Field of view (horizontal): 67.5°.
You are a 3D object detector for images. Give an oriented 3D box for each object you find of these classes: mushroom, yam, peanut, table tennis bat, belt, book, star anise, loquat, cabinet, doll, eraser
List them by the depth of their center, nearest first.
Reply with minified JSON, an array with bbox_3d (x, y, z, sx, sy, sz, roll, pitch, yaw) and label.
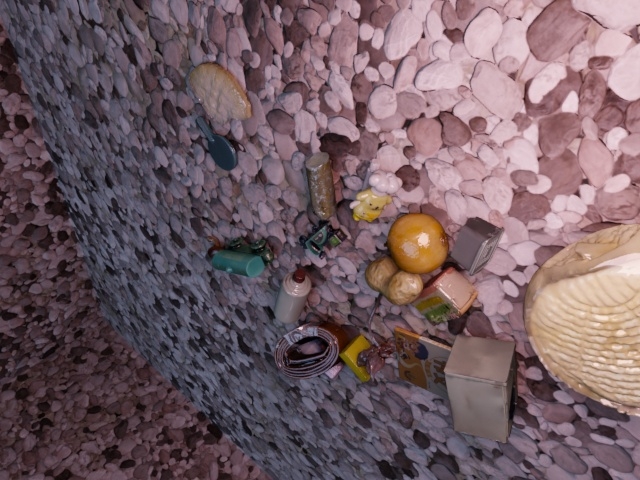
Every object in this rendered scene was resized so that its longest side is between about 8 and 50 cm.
[{"bbox_3d":[0.231,0.007,1.145,0.163,0.137,0.163,18,139,17],"label":"loquat"},{"bbox_3d":[0.138,-0.109,1.191,0.162,0.106,0.062,-61,37,43],"label":"doll"},{"bbox_3d":[0.414,0.373,1.210,0.150,0.145,0.206,2,120,30],"label":"cabinet"},{"bbox_3d":[0.192,0.106,1.258,0.103,0.098,0.229,52,170,-27],"label":"peanut"},{"bbox_3d":[0.003,-0.146,1.312,0.078,0.078,0.179,19,132,36],"label":"yam"},{"bbox_3d":[0.353,0.382,1.406,0.295,0.020,0.208,15,128,38],"label":"book"},{"bbox_3d":[0.155,0.281,1.445,0.218,0.148,0.227,-24,101,26],"label":"star anise"},{"bbox_3d":[0.136,0.387,1.572,0.122,0.097,0.045,49,143,2],"label":"eraser"},{"bbox_3d":[-0.345,-0.320,1.578,0.124,0.033,0.201,-26,101,50],"label":"table tennis bat"},{"bbox_3d":[-0.034,0.375,1.657,0.261,0.105,0.184,-19,87,27],"label":"belt"},{"bbox_3d":[-0.414,0.039,1.895,0.129,0.073,0.088,40,171,20],"label":"mushroom"}]

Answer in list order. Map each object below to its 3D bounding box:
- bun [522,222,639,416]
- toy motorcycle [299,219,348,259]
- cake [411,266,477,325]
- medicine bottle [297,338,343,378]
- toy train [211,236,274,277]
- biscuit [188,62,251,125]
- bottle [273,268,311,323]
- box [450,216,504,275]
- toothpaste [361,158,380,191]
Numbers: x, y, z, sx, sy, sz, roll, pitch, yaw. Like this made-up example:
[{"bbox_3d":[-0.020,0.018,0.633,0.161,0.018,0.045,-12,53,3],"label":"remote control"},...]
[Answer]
[{"bbox_3d":[0.558,0.121,0.843,0.364,0.202,0.364,21,131,26],"label":"bun"},{"bbox_3d":[0.000,0.000,1.447,0.100,0.058,0.173,48,140,-3],"label":"toy motorcycle"},{"bbox_3d":[0.315,0.148,1.249,0.109,0.090,0.225,45,160,7],"label":"cake"},{"bbox_3d":[-0.009,0.415,1.754,0.203,0.083,0.083,43,141,15],"label":"medicine bottle"},{"bbox_3d":[-0.279,0.065,1.708,0.248,0.159,0.101,6,128,42],"label":"toy train"},{"bbox_3d":[-0.307,-0.433,1.445,0.265,0.040,0.188,34,136,23],"label":"biscuit"},{"bbox_3d":[-0.093,0.184,1.647,0.104,0.104,0.245,39,140,17],"label":"bottle"},{"bbox_3d":[0.348,0.010,1.075,0.069,0.084,0.122,39,139,30],"label":"box"},{"bbox_3d":[0.125,-0.130,1.239,0.048,0.031,0.190,28,140,15],"label":"toothpaste"}]
